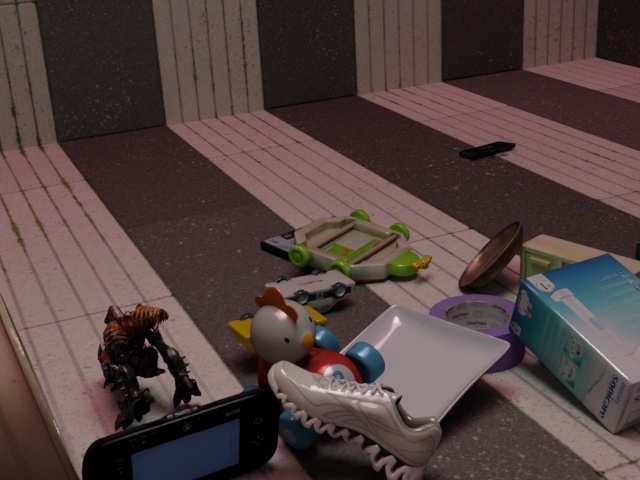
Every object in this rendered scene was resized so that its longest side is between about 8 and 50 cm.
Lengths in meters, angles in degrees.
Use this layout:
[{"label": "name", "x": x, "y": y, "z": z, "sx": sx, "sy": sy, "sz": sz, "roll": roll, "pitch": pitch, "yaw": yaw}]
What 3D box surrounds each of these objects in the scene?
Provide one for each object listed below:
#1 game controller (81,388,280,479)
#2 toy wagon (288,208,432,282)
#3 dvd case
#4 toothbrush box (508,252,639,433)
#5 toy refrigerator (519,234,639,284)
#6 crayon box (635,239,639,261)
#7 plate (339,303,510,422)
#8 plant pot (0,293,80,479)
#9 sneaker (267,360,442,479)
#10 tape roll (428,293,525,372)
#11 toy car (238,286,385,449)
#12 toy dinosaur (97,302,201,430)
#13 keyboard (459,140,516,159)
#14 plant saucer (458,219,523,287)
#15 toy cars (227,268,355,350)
[{"label": "game controller", "x": -0.209, "y": 0.326, "z": 1.494, "sx": 0.319, "sy": 0.166, "sz": 0.067, "roll": -15, "pitch": 47, "yaw": -26}, {"label": "toy wagon", "x": 0.102, "y": 0.027, "z": 2.311, "sx": 0.344, "sy": 0.068, "sz": 0.267, "roll": 20, "pitch": 33, "yaw": 32}, {"label": "dvd case", "x": 0.000, "y": 0.000, "z": 2.477, "sx": 0.253, "sy": 0.022, "sz": 0.180, "roll": -20, "pitch": 28, "yaw": -37}, {"label": "toothbrush box", "x": 0.516, "y": 0.173, "z": 1.735, "sx": 0.216, "sy": 0.126, "sz": 0.295, "roll": -15, "pitch": 40, "yaw": -26}, {"label": "toy refrigerator", "x": 0.561, "y": 0.076, "z": 2.099, "sx": 0.094, "sy": 0.102, "sz": 0.269, "roll": -22, "pitch": 29, "yaw": -38}, {"label": "crayon box", "x": 0.892, "y": 0.042, "z": 2.167, "sx": 0.318, "sy": 0.081, "sz": 0.202, "roll": 17, "pitch": 29, "yaw": 40}, {"label": "plate", "x": 0.157, "y": 0.240, "z": 1.758, "sx": 0.277, "sy": 0.045, "sz": 0.278, "roll": 18, "pitch": 44, "yaw": 41}, {"label": "plant pot", "x": -0.569, "y": 0.293, "z": 1.488, "sx": 0.305, "sy": 0.334, "sz": 0.334, "roll": -24, "pitch": 27, "yaw": -18}, {"label": "sneaker", "x": 0.055, "y": 0.260, "z": 1.528, "sx": 0.292, "sy": 0.118, "sz": 0.110, "roll": 31, "pitch": 19, "yaw": 1}, {"label": "tape roll", "x": 0.306, "y": 0.180, "z": 1.906, "sx": 0.189, "sy": 0.080, "sz": 0.189, "roll": -3, "pitch": 23, "yaw": 1}, {"label": "toy car", "x": -0.040, "y": 0.185, "z": 1.663, "sx": 0.210, "sy": 0.238, "sz": 0.219, "roll": 16, "pitch": 45, "yaw": 41}, {"label": "toy dinosaur", "x": -0.331, "y": 0.203, "z": 1.733, "sx": 0.164, "sy": 0.218, "sz": 0.322, "roll": -25, "pitch": -16, "yaw": -12}, {"label": "keyboard", "x": 0.543, "y": -0.287, "z": 3.119, "sx": 0.180, "sy": 0.023, "sz": 0.108, "roll": -17, "pitch": 19, "yaw": -29}, {"label": "plant saucer", "x": 0.387, "y": 0.039, "z": 2.175, "sx": 0.036, "sy": 0.198, "sz": 0.198, "roll": 42, "pitch": 27, "yaw": -3}, {"label": "toy cars", "x": -0.054, "y": 0.158, "z": 2.016, "sx": 0.176, "sy": 0.087, "sz": 0.394, "roll": 9, "pitch": 21, "yaw": 15}]
